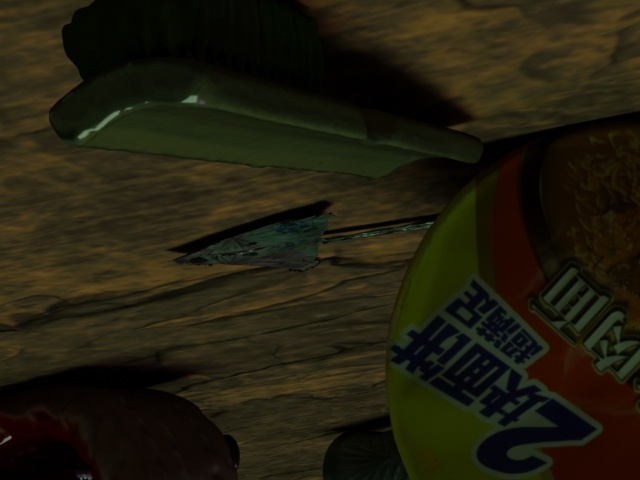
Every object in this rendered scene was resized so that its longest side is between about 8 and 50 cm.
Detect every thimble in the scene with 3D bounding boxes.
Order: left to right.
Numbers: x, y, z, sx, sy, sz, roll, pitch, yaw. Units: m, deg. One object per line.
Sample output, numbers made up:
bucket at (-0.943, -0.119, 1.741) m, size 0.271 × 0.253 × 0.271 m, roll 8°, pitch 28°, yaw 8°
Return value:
thimble at (-0.155, 0.177, 1.265) m, size 0.189 × 0.163 × 0.125 m, roll -16°, pitch 166°, yaw 34°

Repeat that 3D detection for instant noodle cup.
instant noodle cup at (0.149, 0.057, 0.879) m, size 0.213 × 0.213 × 0.174 m, roll -11°, pitch 175°, yaw 13°

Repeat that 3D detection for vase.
vase at (0.101, 0.181, 1.590) m, size 0.096 × 0.096 × 0.219 m, roll 5°, pitch 164°, yaw -44°

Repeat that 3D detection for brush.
brush at (-0.008, -0.048, 0.662) m, size 0.054 × 0.048 × 0.282 m, roll -10°, pitch 174°, yaw 20°

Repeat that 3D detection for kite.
kite at (0.000, 0.001, 0.946) m, size 0.152 × 0.005 × 0.137 m, roll -6°, pitch 169°, yaw -7°

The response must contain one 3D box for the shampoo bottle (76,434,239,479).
shampoo bottle at (-0.172, 0.167, 1.420) m, size 0.236 × 0.067 × 0.068 m, roll -1°, pitch 156°, yaw -27°
